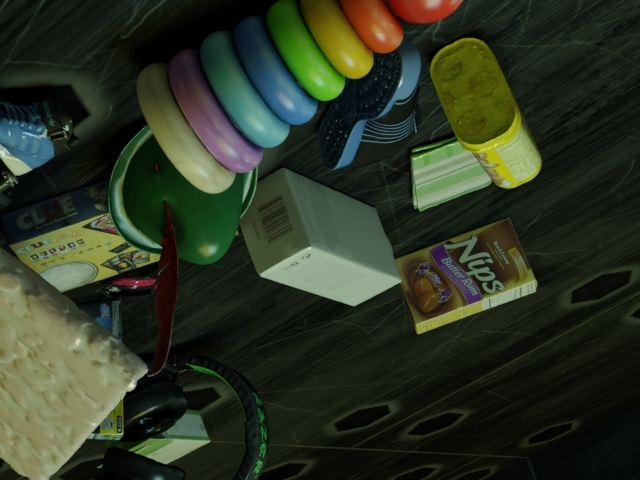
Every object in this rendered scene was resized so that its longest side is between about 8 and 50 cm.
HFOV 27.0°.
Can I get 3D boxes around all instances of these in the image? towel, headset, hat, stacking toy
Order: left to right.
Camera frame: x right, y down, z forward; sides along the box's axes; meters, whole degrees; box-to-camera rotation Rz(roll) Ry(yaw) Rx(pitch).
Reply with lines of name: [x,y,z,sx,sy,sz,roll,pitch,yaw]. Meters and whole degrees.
towel: [-0.367,0.100,1.410,0.317,0.332,0.053,-47,-173,50]
headset: [-0.261,0.304,2.003,0.394,0.243,0.185,-5,163,15]
hat: [-0.115,-0.006,1.384,0.173,0.183,0.209,-5,124,-26]
stacking toy: [-0.004,-0.181,1.263,0.330,0.141,0.141,-30,155,12]
towel: [0.168,-0.095,1.712,0.113,0.023,0.152,-21,154,-3]

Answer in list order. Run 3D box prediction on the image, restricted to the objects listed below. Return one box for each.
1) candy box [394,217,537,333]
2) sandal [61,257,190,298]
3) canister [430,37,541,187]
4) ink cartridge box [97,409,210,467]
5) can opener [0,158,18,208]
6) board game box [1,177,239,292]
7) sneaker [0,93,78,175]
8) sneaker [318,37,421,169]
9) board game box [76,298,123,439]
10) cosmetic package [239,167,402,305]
candy box: [0.208,0.051,1.946,0.186,0.109,0.053,-20,157,0]
sandal: [-0.248,0.055,1.682,0.179,0.040,0.067,-15,156,-11]
canister: [0.190,-0.138,1.501,0.073,0.126,0.170,-25,158,12]
ink cartridge box: [-0.280,0.323,2.188,0.109,0.062,0.209,-28,162,16]
can opener: [-0.346,-0.082,1.287,0.073,0.059,0.186,-19,157,0]
board game box: [-0.225,-0.018,1.540,0.243,0.042,0.165,-18,157,-3]
sneaker: [-0.283,-0.117,1.262,0.084,0.058,0.152,-24,153,5]
sneaker: [0.073,-0.151,1.447,0.090,0.081,0.232,-12,162,-24]
board game box: [-0.354,0.166,1.712,0.194,0.194,0.060,5,149,-17]
cosmetic package: [0.000,0.000,1.665,0.085,0.117,0.231,-29,154,22]
